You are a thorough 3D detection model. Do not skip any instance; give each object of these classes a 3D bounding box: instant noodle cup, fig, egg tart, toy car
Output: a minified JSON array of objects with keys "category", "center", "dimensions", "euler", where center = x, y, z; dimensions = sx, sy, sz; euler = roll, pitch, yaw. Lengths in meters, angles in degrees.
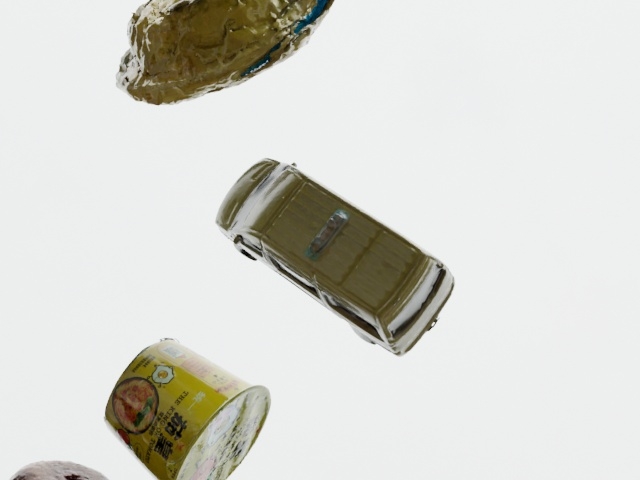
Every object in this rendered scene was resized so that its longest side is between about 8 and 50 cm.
[{"category":"instant noodle cup","center":[-0.173,0.217,1.294],"dimensions":[0.144,0.182,0.182],"euler":[33,-58,22]},{"category":"fig","center":[-0.345,0.370,1.295],"dimensions":[0.146,0.134,0.201],"euler":[26,-68,-24]},{"category":"egg tart","center":[-0.119,-0.265,1.197],"dimensions":[0.291,0.291,0.107],"euler":[-18,-53,19]},{"category":"toy car","center":[0.000,0.000,0.997],"dimensions":[0.257,0.124,0.101],"euler":[34,-99,27]}]
